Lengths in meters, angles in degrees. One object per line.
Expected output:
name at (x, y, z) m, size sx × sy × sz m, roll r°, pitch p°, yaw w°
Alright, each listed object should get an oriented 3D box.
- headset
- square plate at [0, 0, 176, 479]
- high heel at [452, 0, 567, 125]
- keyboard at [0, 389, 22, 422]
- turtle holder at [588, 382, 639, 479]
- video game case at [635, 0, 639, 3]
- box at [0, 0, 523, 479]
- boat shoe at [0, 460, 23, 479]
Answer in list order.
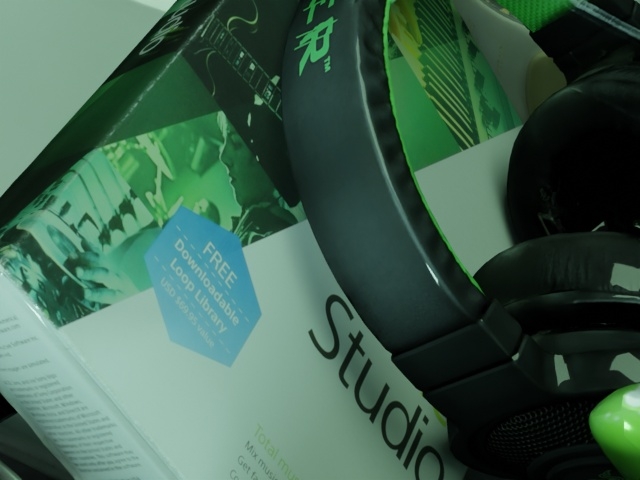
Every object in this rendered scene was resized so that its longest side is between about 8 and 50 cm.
headset at (0.160, 0.007, 0.590) m, size 0.394 × 0.185 × 0.243 m, roll 44°, pitch 46°, yaw -20°
square plate at (-0.157, -0.061, 0.660) m, size 0.344 × 0.049 × 0.347 m, roll 22°, pitch 52°, yaw 1°
high heel at (0.133, -0.151, 0.832) m, size 0.261 × 0.093 × 0.186 m, roll 14°, pitch 48°, yaw -1°
keyboard at (-0.146, 0.026, 0.473) m, size 0.100 × 0.038 × 0.192 m, roll 30°, pitch 11°, yaw 5°
turtle holder at (0.112, 0.222, 0.413) m, size 0.243 × 0.320 × 0.227 m, roll -22°, pitch 50°, yaw 0°
video game case at (0.234, -0.131, 0.843) m, size 0.190 × 0.022 × 0.173 m, roll 34°, pitch 18°, yaw 10°
box at (0.000, 0.000, 0.585) m, size 0.232 × 0.058 × 0.322 m, roll 55°, pitch 40°, yaw -24°
boat shoe at (-0.086, 0.168, 0.479) m, size 0.226 × 0.076 × 0.083 m, roll 41°, pitch 49°, yaw 18°
